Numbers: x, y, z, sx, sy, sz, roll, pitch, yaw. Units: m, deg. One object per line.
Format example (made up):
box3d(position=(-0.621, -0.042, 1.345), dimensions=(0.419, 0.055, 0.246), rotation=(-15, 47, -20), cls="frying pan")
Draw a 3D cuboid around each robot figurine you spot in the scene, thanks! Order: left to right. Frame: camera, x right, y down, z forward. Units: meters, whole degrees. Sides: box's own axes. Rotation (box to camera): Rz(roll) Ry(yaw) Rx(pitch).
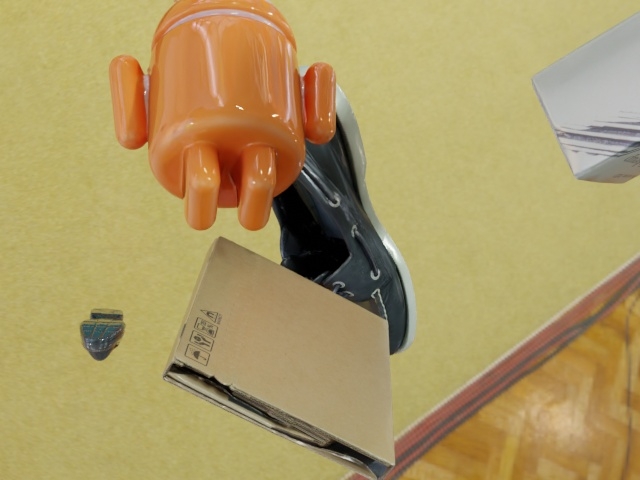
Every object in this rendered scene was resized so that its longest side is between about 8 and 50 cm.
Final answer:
box3d(position=(-0.079, -0.116, 0.769), dimensions=(0.128, 0.158, 0.220), rotation=(40, 37, -49), cls="robot figurine")

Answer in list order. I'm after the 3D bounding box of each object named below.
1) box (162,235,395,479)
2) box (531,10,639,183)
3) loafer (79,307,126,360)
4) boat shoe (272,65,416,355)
box3d(position=(-0.021, 0.078, 0.693), dimensions=(0.164, 0.201, 0.021), rotation=(28, 111, -9), cls="box")
box3d(position=(0.303, -0.142, 0.680), dimensions=(0.113, 0.275, 0.094), rotation=(-2, 67, -51), cls="box")
box3d(position=(-0.301, 0.138, 1.306), dimensions=(0.062, 0.170, 0.061), rotation=(5, 95, -5), cls="loafer")
box3d(position=(0.003, 0.000, 0.957), dimensions=(0.113, 0.127, 0.340), rotation=(-37, 128, -30), cls="boat shoe")
